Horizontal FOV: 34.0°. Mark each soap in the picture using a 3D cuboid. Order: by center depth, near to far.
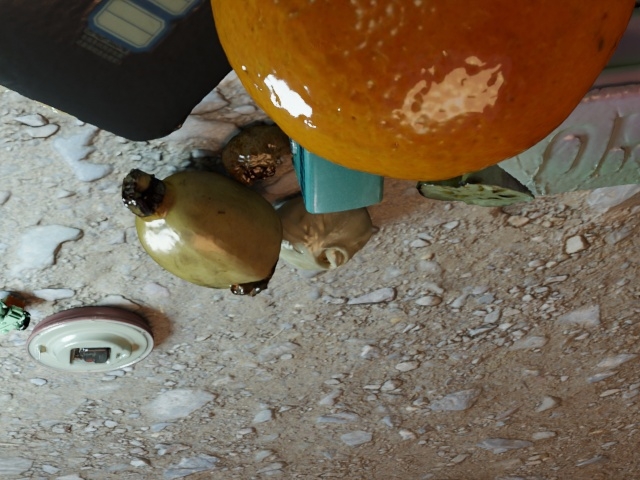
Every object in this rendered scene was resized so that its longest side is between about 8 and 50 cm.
[{"bbox_3d":[0.425,-0.197,1.497,0.446,0.156,0.261,-7,150,-4],"label":"soap"}]

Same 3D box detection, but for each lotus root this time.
[{"bbox_3d":[-0.188,-0.026,1.587,0.183,0.182,0.310,-30,142,30],"label":"lotus root"},{"bbox_3d":[0.243,-0.103,1.640,0.183,0.078,0.203,5,176,2],"label":"lotus root"}]

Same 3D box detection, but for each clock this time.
[{"bbox_3d":[-0.441,0.200,2.007,0.244,0.056,0.244,-8,150,-5],"label":"clock"}]

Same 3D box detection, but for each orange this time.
[{"bbox_3d":[0.100,-0.265,1.020,0.424,0.424,0.326,-17,169,12],"label":"orange"}]

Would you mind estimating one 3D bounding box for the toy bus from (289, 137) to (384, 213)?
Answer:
[{"bbox_3d":[0.024,-0.166,1.418,0.128,0.147,0.256,-9,141,-7],"label":"toy bus"}]

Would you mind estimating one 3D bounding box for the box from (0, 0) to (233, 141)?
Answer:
[{"bbox_3d":[-0.222,-0.277,1.178,0.350,0.091,0.359,-40,139,26],"label":"box"}]

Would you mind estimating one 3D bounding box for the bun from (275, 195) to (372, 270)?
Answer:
[{"bbox_3d":[0.000,0.000,1.754,0.183,0.102,0.183,-6,152,-3],"label":"bun"}]

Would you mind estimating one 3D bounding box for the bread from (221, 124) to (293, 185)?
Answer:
[{"bbox_3d":[-0.098,-0.125,1.550,0.082,0.060,0.113,14,144,-40],"label":"bread"}]

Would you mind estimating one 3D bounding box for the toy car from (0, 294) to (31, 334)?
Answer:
[{"bbox_3d":[-0.587,0.146,1.873,0.143,0.054,0.073,-24,146,30],"label":"toy car"}]

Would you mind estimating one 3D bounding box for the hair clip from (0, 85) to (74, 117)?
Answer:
[{"bbox_3d":[-0.367,-0.215,1.307,0.159,0.071,0.218,-25,141,32],"label":"hair clip"}]
